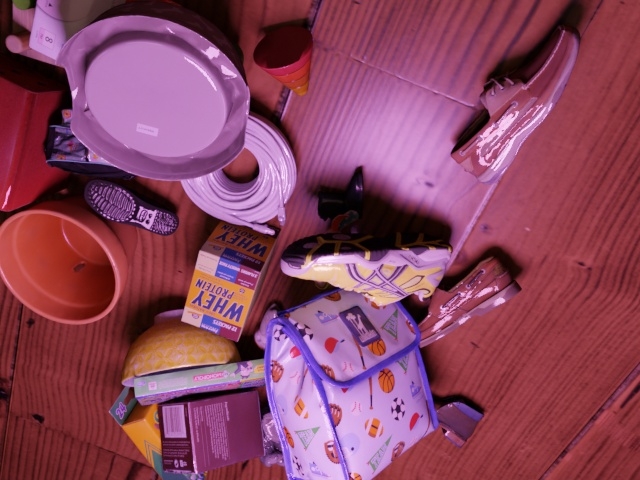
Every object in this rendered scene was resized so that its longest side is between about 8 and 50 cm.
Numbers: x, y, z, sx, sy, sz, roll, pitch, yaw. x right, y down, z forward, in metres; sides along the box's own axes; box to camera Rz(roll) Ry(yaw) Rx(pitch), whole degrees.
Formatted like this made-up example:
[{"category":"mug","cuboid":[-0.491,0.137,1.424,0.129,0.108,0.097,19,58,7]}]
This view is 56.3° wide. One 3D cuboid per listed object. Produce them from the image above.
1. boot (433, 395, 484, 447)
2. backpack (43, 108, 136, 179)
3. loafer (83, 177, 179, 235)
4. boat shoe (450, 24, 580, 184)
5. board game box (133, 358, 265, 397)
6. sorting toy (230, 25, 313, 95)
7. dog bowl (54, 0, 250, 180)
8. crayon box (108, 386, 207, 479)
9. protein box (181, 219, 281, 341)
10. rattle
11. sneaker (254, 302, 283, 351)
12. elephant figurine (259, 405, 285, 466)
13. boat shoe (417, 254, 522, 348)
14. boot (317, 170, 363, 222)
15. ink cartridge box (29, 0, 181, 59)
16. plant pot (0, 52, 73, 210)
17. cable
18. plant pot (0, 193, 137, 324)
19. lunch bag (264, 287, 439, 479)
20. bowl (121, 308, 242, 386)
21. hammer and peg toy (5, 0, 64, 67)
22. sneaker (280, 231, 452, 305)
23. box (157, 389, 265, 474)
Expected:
[{"category":"boot","cuboid":[0.313,0.419,1.527,0.219,0.082,0.106,42,95,-7]},{"category":"backpack","cuboid":[-0.463,-0.201,1.276,0.189,0.166,0.144,13,88,-2]},{"category":"loafer","cuboid":[-0.430,-0.075,1.353,0.220,0.078,0.080,30,95,-31]},{"category":"boat shoe","cuboid":[0.358,-0.257,1.123,0.116,0.123,0.324,28,117,-2]},{"category":"board game box","cuboid":[-0.282,0.347,1.462,0.318,0.046,0.213,-6,162,-14]},{"category":"sorting toy","cuboid":[-0.171,-0.321,1.215,0.366,0.127,0.126,-7,145,17]},{"category":"dog bowl","cuboid":[-0.292,-0.269,1.089,0.349,0.102,0.348,1,138,1]},{"category":"crayon box","cuboid":[-0.404,0.498,1.611,0.083,0.203,0.322,-21,112,20]},{"category":"protein box","cuboid":[-0.199,0.076,1.352,0.136,0.201,0.199,20,119,-1]},{"category":"rattle","cuboid":[0.000,0.000,1.346,0.130,0.143,0.199,-23,131,-28]},{"category":"sneaker","cuboid":[-0.027,0.238,1.470,0.263,0.099,0.121,17,112,-2]},{"category":"elephant figurine","cuboid":[-0.081,0.465,1.575,0.186,0.169,0.239,15,121,-37]},{"category":"boat shoe","cuboid":[0.300,0.144,1.362,0.307,0.111,0.104,-37,81,24]},{"category":"boot","cuboid":[0.044,-0.096,1.306,0.099,0.045,0.121,3,124,5]},{"category":"ink cartridge box","cuboid":[-0.394,-0.390,1.086,0.232,0.066,0.189,27,119,-2]},{"category":"plant pot","cuboid":[-0.670,-0.247,1.251,0.267,0.267,0.235,27,106,-4]},{"category":"cable","cuboid":[-0.176,-0.158,1.291,0.257,0.089,0.257,15,118,3]},{"category":"plant pot","cuboid":[-0.559,0.020,1.389,0.291,0.203,0.290,5,118,9]},{"category":"lunch bag","cuboid":[0.063,0.297,1.304,0.239,0.328,0.385,-10,96,46]},{"category":"bowl","cuboid":[-0.347,0.260,1.485,0.290,0.289,0.156,-17,70,18]},{"category":"hammer and peg toy","cuboid":[-0.457,-0.499,1.139,0.266,0.127,0.361,18,119,1]},{"category":"sneaker","cuboid":[0.103,0.067,1.240,0.385,0.145,0.147,1,107,-22]},{"category":"box","cuboid":[-0.276,0.478,1.506,0.168,0.203,0.167,-21,73,47]}]
